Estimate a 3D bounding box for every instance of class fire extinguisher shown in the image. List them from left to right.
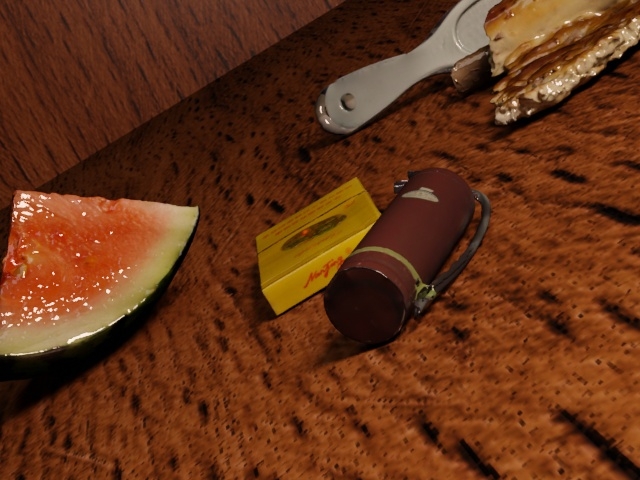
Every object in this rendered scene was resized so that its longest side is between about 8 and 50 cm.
[{"bbox_3d":[0.050,-0.001,0.715,0.064,0.043,0.158,8,29,21],"label":"fire extinguisher"}]

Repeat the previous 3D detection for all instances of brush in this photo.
[{"bbox_3d":[0.121,-0.172,1.189,0.297,0.068,0.060,-26,-3,31],"label":"brush"}]

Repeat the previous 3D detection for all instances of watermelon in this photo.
[{"bbox_3d":[-0.181,0.048,0.975,0.193,0.137,0.145,-25,49,27],"label":"watermelon"}]

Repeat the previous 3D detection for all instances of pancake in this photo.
[{"bbox_3d":[0.201,-0.161,0.949,0.266,0.057,0.244,-16,20,47],"label":"pancake"}]

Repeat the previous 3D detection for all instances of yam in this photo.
[{"bbox_3d":[0.170,-0.161,1.085,0.145,0.032,0.032,-26,13,16],"label":"yam"}]

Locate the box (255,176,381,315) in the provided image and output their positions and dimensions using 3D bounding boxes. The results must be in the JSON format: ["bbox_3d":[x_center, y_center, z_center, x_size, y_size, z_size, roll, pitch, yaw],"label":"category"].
[{"bbox_3d":[0.000,0.000,0.877,0.087,0.023,0.155,-28,12,2],"label":"box"}]
